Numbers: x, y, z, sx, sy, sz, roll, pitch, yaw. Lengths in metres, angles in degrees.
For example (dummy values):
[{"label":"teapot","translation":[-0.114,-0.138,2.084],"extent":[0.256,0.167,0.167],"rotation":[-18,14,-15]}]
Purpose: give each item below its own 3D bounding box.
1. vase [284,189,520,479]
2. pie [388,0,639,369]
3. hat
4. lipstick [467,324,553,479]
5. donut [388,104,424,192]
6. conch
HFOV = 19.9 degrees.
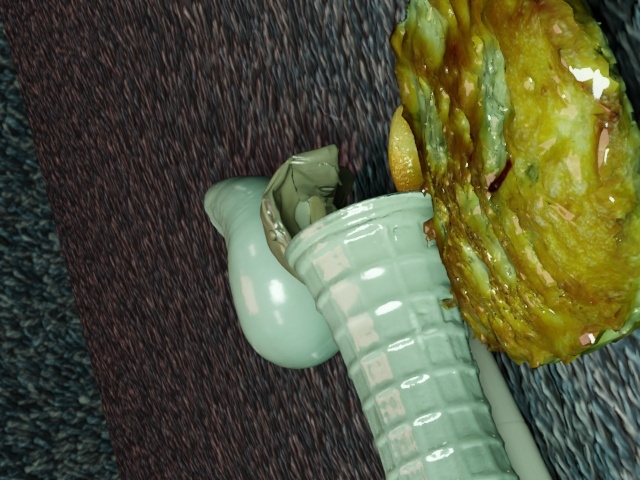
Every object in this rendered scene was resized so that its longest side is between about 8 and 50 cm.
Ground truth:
[{"label":"vase","translation":[0.083,0.123,1.410],"extent":[0.143,0.143,0.299],"rotation":[116,139,-64]},{"label":"pie","translation":[0.141,-0.062,1.237],"extent":[0.355,0.103,0.288],"rotation":[112,137,-66]},{"label":"hat","translation":[0.000,0.000,1.676],"extent":[0.175,0.085,0.147],"rotation":[37,-142,-82]},{"label":"lipstick","translation":[0.115,0.135,1.514],"extent":[0.087,0.087,0.327],"rotation":[107,142,-60]},{"label":"donut","translation":[0.087,-0.071,1.495],"extent":[0.097,0.043,0.108],"rotation":[-137,39,-56]},{"label":"conch","translation":[-0.034,0.023,1.807],"extent":[0.185,0.121,0.221],"rotation":[75,177,-61]}]
